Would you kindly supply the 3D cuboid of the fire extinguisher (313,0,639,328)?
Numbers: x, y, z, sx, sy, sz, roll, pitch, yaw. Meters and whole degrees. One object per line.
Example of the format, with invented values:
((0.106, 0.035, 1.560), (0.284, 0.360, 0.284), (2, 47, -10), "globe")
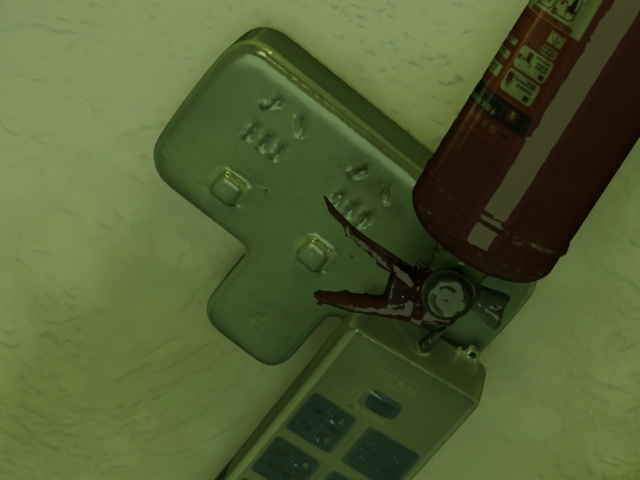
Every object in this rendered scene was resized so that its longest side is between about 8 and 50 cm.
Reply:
((0.119, -0.076, 1.088), (0.147, 0.106, 0.337), (33, 105, 2), "fire extinguisher")

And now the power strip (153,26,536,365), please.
((0.000, 0.000, 1.212), (0.265, 0.059, 0.193), (38, 117, -4), "power strip")

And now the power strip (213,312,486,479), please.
((-0.009, 0.172, 1.260), (0.106, 0.043, 0.367), (30, 127, -8), "power strip")
